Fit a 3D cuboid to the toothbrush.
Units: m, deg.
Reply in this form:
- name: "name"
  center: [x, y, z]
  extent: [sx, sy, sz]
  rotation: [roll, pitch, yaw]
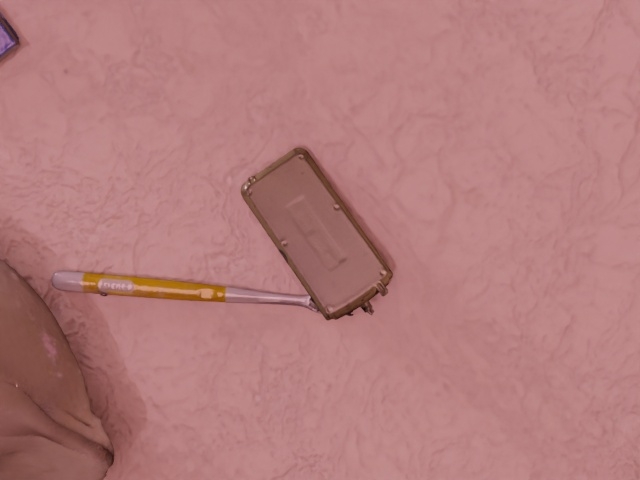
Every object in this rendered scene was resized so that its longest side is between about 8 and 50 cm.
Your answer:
- name: "toothbrush"
  center: [-0.111, 0.050, 1.814]
  extent: [0.288, 0.024, 0.021]
  rotation: [5, 92, 4]

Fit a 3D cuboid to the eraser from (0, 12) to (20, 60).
- name: "eraser"
  center: [-0.331, -0.184, 1.806]
  extent: [0.085, 0.027, 0.063]
  rotation: [-36, 91, 8]

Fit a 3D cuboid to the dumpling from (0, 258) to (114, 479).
- name: "dumpling"
  center: [-0.364, 0.122, 1.779]
  extent: [0.260, 0.181, 0.341]
  rotation: [-37, 123, 27]

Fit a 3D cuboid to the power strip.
- name: "power strip"
  center: [0.000, 0.000, 1.785]
  extent: [0.076, 0.028, 0.169]
  rotation: [-33, 83, -3]
